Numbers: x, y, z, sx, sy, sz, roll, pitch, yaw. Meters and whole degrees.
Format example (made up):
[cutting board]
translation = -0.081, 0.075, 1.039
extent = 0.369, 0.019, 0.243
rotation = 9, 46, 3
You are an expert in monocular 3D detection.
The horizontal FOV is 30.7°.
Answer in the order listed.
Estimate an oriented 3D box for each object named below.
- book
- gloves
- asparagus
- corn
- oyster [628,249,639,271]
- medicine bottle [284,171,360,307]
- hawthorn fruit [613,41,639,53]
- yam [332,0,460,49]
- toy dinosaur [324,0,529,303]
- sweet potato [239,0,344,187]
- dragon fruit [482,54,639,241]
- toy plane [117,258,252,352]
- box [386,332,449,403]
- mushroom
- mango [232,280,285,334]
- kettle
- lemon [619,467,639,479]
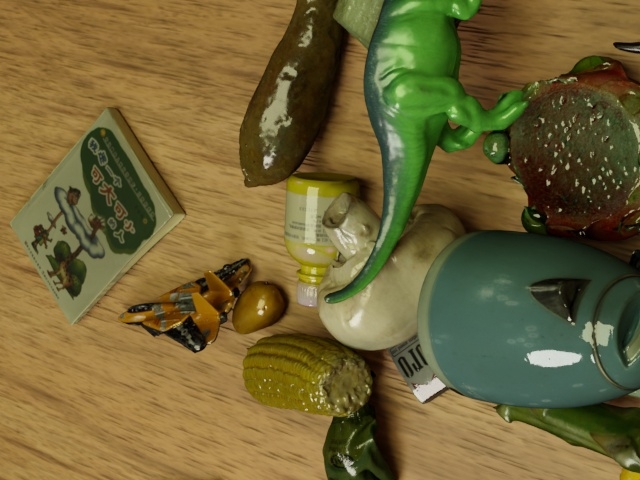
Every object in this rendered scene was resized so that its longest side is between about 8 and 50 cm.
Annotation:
[book]
translation = -0.441, -0.041, 2.239
extent = 0.371, 0.043, 0.260
rotation = -43, 73, 30
[gloves]
translation = 0.058, 0.342, 1.942
extent = 0.135, 0.107, 0.268
rotation = 0, 101, 64
[asparagus]
translation = 0.374, 0.263, 1.688
extent = 0.343, 0.082, 0.085
rotation = 19, 118, 55
[corn]
translation = -0.023, 0.217, 1.880
extent = 0.344, 0.131, 0.131
rotation = -4, 96, 64
[oyster]
translation = 0.487, 0.089, 1.649
extent = 0.199, 0.087, 0.252
rotation = 56, 133, 14
[medicine bottle]
translation = 0.000, 0.000, 1.911
extent = 0.122, 0.122, 0.212
rotation = 10, 103, 31
[hawthorn fruit]
translation = 0.535, -0.225, 1.439
extent = 0.369, 0.285, 0.284
rotation = 17, 106, 33
[yam]
translation = 0.138, -0.393, 1.721
extent = 0.202, 0.202, 0.271
rotation = 23, 107, -15
[toy dinosaur]
translation = 0.070, -0.198, 1.579
extent = 0.374, 0.144, 0.500
rotation = 43, 83, -21
[sweet potato]
translation = -0.038, -0.276, 1.895
extent = 0.131, 0.130, 0.422
rotation = 24, 105, 28
[dragon fruit]
translation = 0.376, -0.121, 1.635
extent = 0.295, 0.130, 0.268
rotation = 19, 109, 36
[toy plane]
translation = -0.261, 0.136, 2.111
extent = 0.103, 0.204, 0.316
rotation = 42, 143, -23
[box]
translation = 0.201, 0.171, 1.859
extent = 0.177, 0.036, 0.115
rotation = -39, 77, 30
[mushroom]
translation = 0.089, 0.030, 1.771
extent = 0.254, 0.260, 0.234
rotation = -25, 106, 48
[mango]
translation = -0.112, 0.120, 2.038
extent = 0.080, 0.060, 0.114
rotation = 49, 123, 21
[kettle]
translation = 0.352, 0.129, 1.573
extent = 0.342, 0.320, 0.247
rotation = 3, 65, 59
[lemon]
translation = 0.490, 0.340, 1.653
extent = 0.114, 0.114, 0.155
rotation = 41, 113, 21
